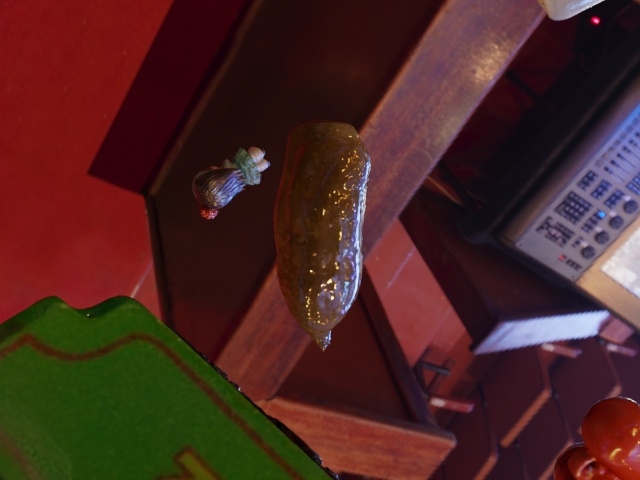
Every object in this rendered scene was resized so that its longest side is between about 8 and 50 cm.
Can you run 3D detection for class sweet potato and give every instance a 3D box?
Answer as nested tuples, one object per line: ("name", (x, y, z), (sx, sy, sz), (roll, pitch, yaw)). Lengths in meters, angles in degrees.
("sweet potato", (0.000, 0.000, 1.185), (0.157, 0.158, 0.370), (3, 93, -19))

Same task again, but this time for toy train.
("toy train", (-0.090, 0.138, 0.304), (0.188, 0.243, 0.132), (-38, 153, -33))

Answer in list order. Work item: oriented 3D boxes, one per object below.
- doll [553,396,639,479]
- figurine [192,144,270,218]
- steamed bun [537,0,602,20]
("doll", (0.309, 0.244, 0.698), (0.161, 0.130, 0.290), (-42, 120, 12))
("figurine", (-0.109, -0.074, 0.914), (0.106, 0.047, 0.060), (-37, 140, -27))
("steamed bun", (0.329, -0.368, 0.898), (0.200, 0.250, 0.155), (-21, 92, 25))
